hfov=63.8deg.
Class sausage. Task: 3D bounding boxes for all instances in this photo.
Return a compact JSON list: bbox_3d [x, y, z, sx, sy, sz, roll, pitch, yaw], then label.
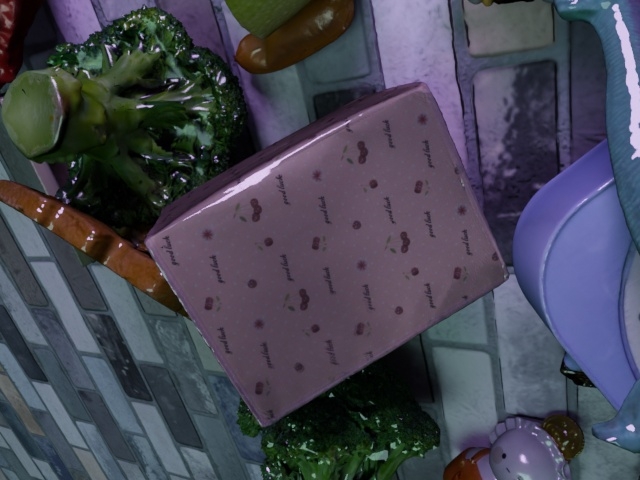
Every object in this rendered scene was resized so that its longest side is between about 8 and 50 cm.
[{"bbox_3d":[-0.030,-0.244,0.608,0.183,0.054,0.062,-18,77,37],"label":"sausage"}]

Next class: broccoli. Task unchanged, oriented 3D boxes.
[{"bbox_3d":[0.015,0.295,0.788,0.307,0.308,0.275,6,84,25],"label":"broccoli"},{"bbox_3d":[-0.252,-0.145,0.639,0.297,0.297,0.298,4,100,21],"label":"broccoli"}]

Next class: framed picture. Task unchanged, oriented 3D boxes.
[{"bbox_3d":[-0.447,-0.112,0.822,0.335,0.022,0.247,26,137,54],"label":"framed picture"}]

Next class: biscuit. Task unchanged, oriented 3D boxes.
[{"bbox_3d":[-0.255,0.012,0.628,0.301,0.043,0.278,35,166,-13],"label":"biscuit"}]

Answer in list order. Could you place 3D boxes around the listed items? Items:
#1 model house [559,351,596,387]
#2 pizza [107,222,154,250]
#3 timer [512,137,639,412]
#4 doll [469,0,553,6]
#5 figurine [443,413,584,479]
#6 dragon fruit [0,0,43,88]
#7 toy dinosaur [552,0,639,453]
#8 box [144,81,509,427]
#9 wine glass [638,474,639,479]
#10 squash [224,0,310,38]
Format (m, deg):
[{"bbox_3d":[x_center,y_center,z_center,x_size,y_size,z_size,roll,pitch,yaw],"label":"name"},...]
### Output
[{"bbox_3d":[0.362,0.125,0.594,0.165,0.106,0.152,0,117,33],"label":"model house"},{"bbox_3d":[-0.247,0.015,0.826,0.289,0.081,0.229,32,167,14],"label":"pizza"},{"bbox_3d":[0.395,0.034,0.414,0.394,0.173,0.395,2,101,10],"label":"timer"},{"bbox_3d":[0.249,-0.256,0.426,0.316,0.146,0.103,16,159,26],"label":"doll"},{"bbox_3d":[0.288,0.362,0.782,0.271,0.143,0.143,-43,94,15],"label":"figurine"},{"bbox_3d":[-0.542,-0.306,0.690,0.240,0.302,0.330,25,118,-41],"label":"dragon fruit"},{"bbox_3d":[0.321,-0.013,0.299,0.383,0.129,0.331,10,83,19],"label":"toy dinosaur"},{"bbox_3d":[0.000,0.000,0.568,0.297,0.190,0.225,-30,106,-6],"label":"box"},{"bbox_3d":[0.523,0.404,0.657,0.165,0.165,0.196,-32,106,38],"label":"wine glass"},{"bbox_3d":[-0.075,-0.319,0.483,0.133,0.220,0.220,-16,110,40],"label":"squash"}]
